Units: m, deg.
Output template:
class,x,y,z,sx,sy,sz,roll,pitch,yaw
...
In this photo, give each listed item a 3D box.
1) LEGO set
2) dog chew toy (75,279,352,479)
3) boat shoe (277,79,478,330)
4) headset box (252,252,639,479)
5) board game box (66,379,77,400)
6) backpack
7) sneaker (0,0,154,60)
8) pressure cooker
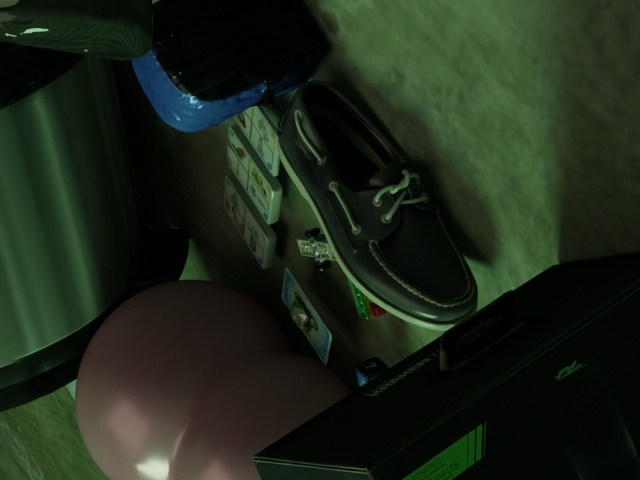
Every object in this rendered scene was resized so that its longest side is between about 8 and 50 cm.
class,x,y,z,sx,sy,sz,roll,pitch,yaw
LEGO set,0.000,0.000,0.950,0.244,0.060,0.182,56,156,28
dog chew toy,-0.058,0.174,1.032,0.332,0.206,0.206,32,141,30
boat shoe,0.037,-0.027,0.815,0.206,0.075,0.065,53,154,25
headset box,0.135,0.165,0.651,0.131,0.246,0.283,-14,102,61
board game box,-0.209,0.196,1.422,0.242,0.064,0.316,59,151,4
backpack,-0.072,-0.129,0.851,0.098,0.120,0.101,55,151,10
sneaker,-0.236,-0.282,0.833,0.447,0.169,0.257,31,112,51
pressure cooker,-0.360,-0.028,1.144,0.370,0.375,0.420,27,136,42
